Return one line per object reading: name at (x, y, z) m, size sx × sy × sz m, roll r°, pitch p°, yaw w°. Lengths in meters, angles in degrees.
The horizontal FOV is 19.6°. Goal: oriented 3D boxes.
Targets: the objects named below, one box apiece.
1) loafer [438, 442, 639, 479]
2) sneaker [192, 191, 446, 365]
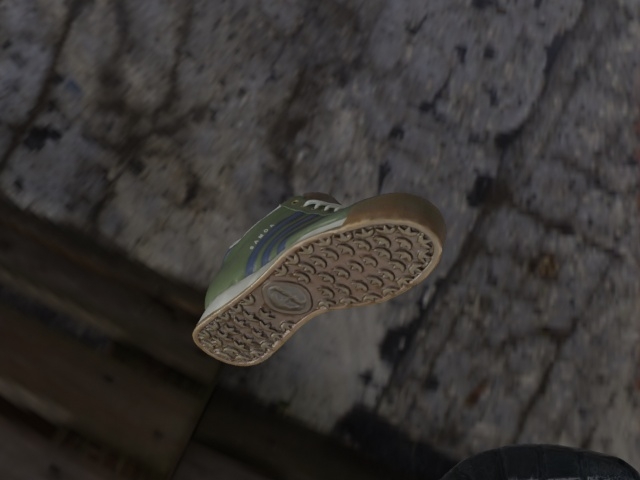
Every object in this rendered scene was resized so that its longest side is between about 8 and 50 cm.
loafer at (0.066, 0.126, 0.747) m, size 0.170 × 0.062 × 0.061 m, roll -18°, pitch 138°, yaw 36°
sneaker at (0.000, 0.000, 1.072) m, size 0.064 × 0.086 × 0.192 m, roll 36°, pitch 135°, yaw -25°
